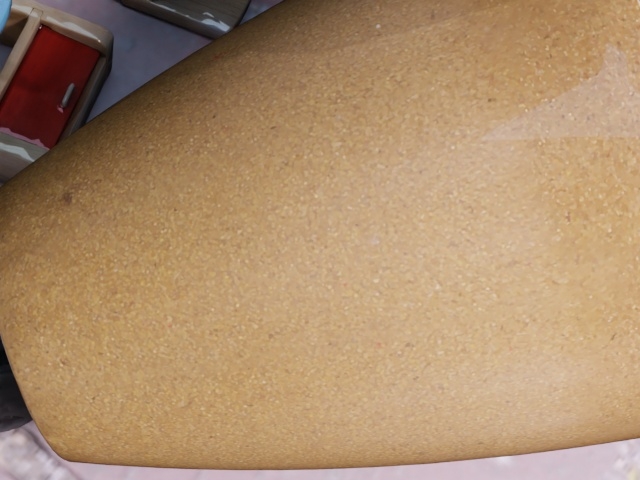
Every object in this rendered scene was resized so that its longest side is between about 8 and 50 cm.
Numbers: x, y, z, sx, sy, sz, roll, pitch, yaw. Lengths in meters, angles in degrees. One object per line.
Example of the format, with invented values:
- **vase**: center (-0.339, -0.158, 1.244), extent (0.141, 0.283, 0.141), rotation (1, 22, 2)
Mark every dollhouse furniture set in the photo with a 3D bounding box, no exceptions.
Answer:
- **dollhouse furniture set**: center (-0.102, -0.125, 0.594), extent (0.129, 0.129, 0.183), rotation (21, 65, -2)

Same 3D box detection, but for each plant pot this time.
- **plant pot**: center (0.000, 0.000, 0.531), extent (0.254, 0.237, 0.237), rotation (-16, 71, 0)

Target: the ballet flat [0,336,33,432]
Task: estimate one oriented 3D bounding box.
- **ballet flat**: center (-0.204, 0.066, 0.551), extent (0.173, 0.057, 0.049), rotation (-3, 28, -13)
